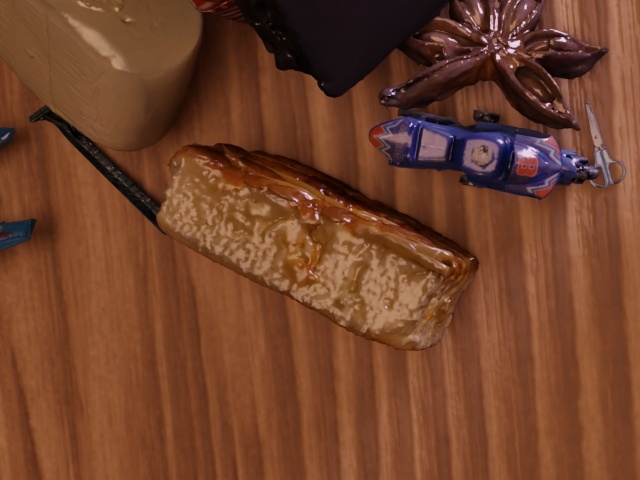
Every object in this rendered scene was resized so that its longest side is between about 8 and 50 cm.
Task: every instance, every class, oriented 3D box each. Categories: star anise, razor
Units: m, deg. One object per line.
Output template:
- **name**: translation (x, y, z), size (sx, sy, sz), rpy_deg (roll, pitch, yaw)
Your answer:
- **star anise**: translation (0.161, -0.179, 1.210), size (0.208, 0.063, 0.171), rpy_deg (7, 66, 5)
- **razor**: translation (-0.222, -0.078, 1.384), size (0.190, 0.033, 0.066), rpy_deg (45, 64, 6)

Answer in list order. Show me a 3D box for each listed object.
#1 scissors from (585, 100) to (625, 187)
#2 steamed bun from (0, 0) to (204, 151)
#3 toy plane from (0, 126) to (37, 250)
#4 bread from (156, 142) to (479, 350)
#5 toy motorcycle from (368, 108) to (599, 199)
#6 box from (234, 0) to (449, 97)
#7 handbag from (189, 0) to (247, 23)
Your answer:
- **scissors**: translation (0.263, -0.091, 1.234), size (0.036, 0.006, 0.083), rpy_deg (-16, 90, 20)
- **steamed bun**: translation (-0.222, -0.220, 1.286), size (0.250, 0.200, 0.155), rpy_deg (44, 62, 8)
- **toy plane**: translation (-0.429, -0.020, 1.413), size (0.254, 0.105, 0.271), rpy_deg (26, 103, 15)
- **bread**: translation (0.000, 0.000, 1.237), size (0.275, 0.185, 0.114), rpy_deg (25, 96, 15)
- **toy motorcycle**: translation (0.154, -0.080, 1.213), size (0.205, 0.114, 0.076), rpy_deg (13, 100, 17)
- **box**: translation (0.040, -0.339, 1.083), size (0.350, 0.359, 0.091), rpy_deg (-46, 48, -12)
- **handbag**: translation (-0.031, -0.342, 1.228), size (0.151, 0.171, 0.298), rpy_deg (24, 106, 11)
